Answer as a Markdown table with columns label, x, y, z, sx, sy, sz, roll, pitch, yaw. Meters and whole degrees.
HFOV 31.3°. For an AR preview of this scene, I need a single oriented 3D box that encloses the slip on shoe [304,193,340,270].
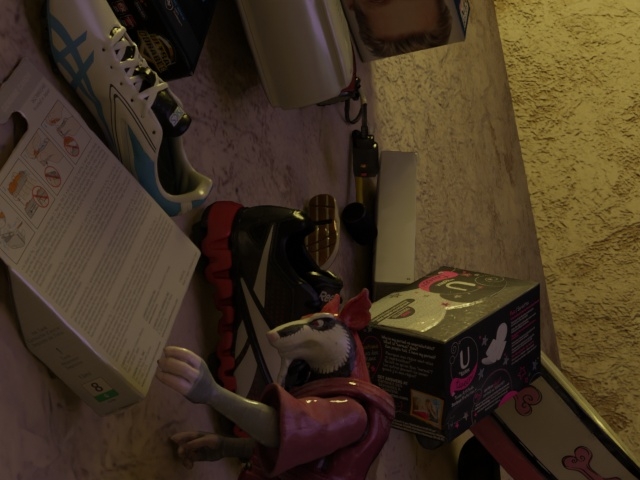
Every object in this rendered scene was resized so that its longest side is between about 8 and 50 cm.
| label | x | y | z | sx | sy | sz | roll | pitch | yaw |
| --- | --- | --- | --- | --- | --- | --- | --- | --- | --- |
| slip on shoe | 0.000 | 0.000 | 1.415 | 0.135 | 0.051 | 0.041 | -88 | 170 | -47 |

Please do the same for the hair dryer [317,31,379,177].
| label | x | y | z | sx | sy | sz | roll | pitch | yaw |
| --- | --- | --- | --- | --- | --- | --- | --- | --- | --- |
| hair dryer | 0.008 | -0.243 | 1.556 | 0.224 | 0.080 | 0.294 | -101 | 175 | -53 |

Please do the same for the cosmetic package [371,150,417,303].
| label | x | y | z | sx | sy | sz | roll | pitch | yaw |
| --- | --- | --- | --- | --- | --- | --- | --- | --- | --- |
| cosmetic package | 0.107 | -0.010 | 1.666 | 0.099 | 0.060 | 0.239 | 94 | 1 | -53 |

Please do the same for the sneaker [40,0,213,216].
| label | x | y | z | sx | sy | sz | roll | pitch | yaw |
| --- | --- | --- | --- | --- | --- | --- | --- | --- | --- |
| sneaker | -0.159 | -0.125 | 0.956 | 0.085 | 0.086 | 0.237 | -69 | 143 | -53 |

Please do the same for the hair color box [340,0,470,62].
| label | x | y | z | sx | sy | sz | roll | pitch | yaw |
| --- | --- | --- | --- | --- | --- | --- | --- | --- | --- |
| hair color box | 0.098 | -0.452 | 1.715 | 0.105 | 0.173 | 0.347 | -76 | 150 | -48 |

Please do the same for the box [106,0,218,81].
| label | x | y | z | sx | sy | sz | roll | pitch | yaw |
| --- | --- | --- | --- | --- | --- | --- | --- | --- | --- |
| box | -0.167 | -0.283 | 1.060 | 0.175 | 0.051 | 0.220 | -80 | 153 | -44 |

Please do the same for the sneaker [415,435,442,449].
| label | x | y | z | sx | sy | sz | roll | pitch | yaw |
| --- | --- | --- | --- | --- | --- | --- | --- | --- | --- |
| sneaker | 0.130 | 0.219 | 1.678 | 0.098 | 0.083 | 0.224 | -23 | 117 | -35 |

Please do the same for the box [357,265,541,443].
| label | x | y | z | sx | sy | sz | roll | pitch | yaw |
| --- | --- | --- | --- | --- | --- | --- | --- | --- | --- |
| box | 0.162 | 0.138 | 1.492 | 0.247 | 0.163 | 0.142 | -22 | 115 | -48 |

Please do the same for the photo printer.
| label | x | y | z | sx | sy | sz | roll | pitch | yaw |
| --- | --- | --- | --- | --- | --- | --- | --- | --- | --- |
| photo printer | -0.050 | -0.323 | 1.278 | 0.256 | 0.107 | 0.308 | -88 | 162 | -69 |

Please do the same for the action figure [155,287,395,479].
| label | x | y | z | sx | sy | sz | roll | pitch | yaw |
| --- | --- | --- | --- | --- | --- | --- | --- | --- | --- |
| action figure | -0.014 | 0.216 | 0.898 | 0.248 | 0.275 | 0.370 | 68 | 43 | -80 |

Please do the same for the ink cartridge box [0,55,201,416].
| label | x | y | z | sx | sy | sz | roll | pitch | yaw |
| --- | --- | --- | --- | --- | --- | --- | --- | --- | --- |
| ink cartridge box | -0.196 | -0.003 | 0.874 | 0.225 | 0.056 | 0.181 | 49 | 32 | -24 |

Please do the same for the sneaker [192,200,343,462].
| label | x | y | z | sx | sy | sz | roll | pitch | yaw |
| --- | --- | --- | --- | --- | --- | --- | --- | --- | --- |
| sneaker | -0.039 | 0.091 | 1.119 | 0.097 | 0.135 | 0.276 | -1 | 83 | -73 |

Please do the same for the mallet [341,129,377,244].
| label | x | y | z | sx | sy | sz | roll | pitch | yaw |
| --- | --- | --- | --- | --- | --- | --- | --- | --- | --- |
| mallet | 0.058 | -0.077 | 1.638 | 0.190 | 0.039 | 0.062 | -87 | 159 | -43 |

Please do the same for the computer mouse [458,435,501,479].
| label | x | y | z | sx | sy | sz | roll | pitch | yaw |
| --- | --- | --- | --- | --- | --- | --- | --- | --- | --- |
| computer mouse | 0.277 | 0.428 | 1.980 | 0.272 | 0.072 | 0.189 | 77 | 13 | -50 |

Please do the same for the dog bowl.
| label | x | y | z | sx | sy | sz | roll | pitch | yaw |
| --- | --- | --- | --- | --- | --- | --- | --- | --- | --- |
| dog bowl | 0.325 | 0.262 | 1.817 | 0.408 | 0.150 | 0.408 | 47 | 6 | -6 |
